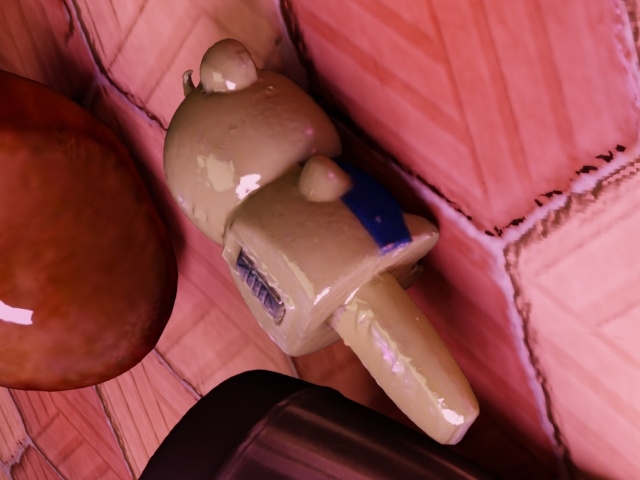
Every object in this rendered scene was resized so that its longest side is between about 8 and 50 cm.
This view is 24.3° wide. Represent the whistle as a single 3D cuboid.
[{"bbox_3d":[0.000,0.000,0.707,0.227,0.085,0.105,50,151,18],"label":"whistle"}]

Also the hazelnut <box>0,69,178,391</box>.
[{"bbox_3d":[-0.193,0.003,0.917,0.210,0.186,0.210,21,140,19],"label":"hazelnut"}]

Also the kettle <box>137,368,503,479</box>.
[{"bbox_3d":[0.044,0.214,0.697,0.271,0.250,0.207,17,154,23],"label":"kettle"}]
